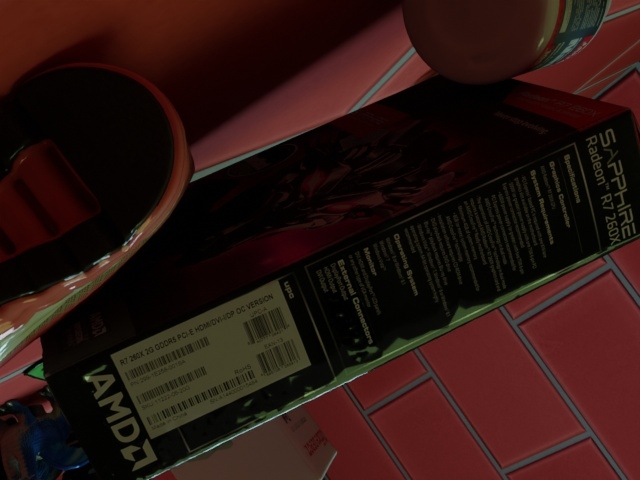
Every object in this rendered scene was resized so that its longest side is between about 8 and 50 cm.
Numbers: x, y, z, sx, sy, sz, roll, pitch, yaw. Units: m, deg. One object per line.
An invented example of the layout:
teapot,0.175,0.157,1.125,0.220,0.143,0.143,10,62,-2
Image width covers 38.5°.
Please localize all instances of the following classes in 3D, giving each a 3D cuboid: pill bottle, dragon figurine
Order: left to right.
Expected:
dragon figurine,-0.349,0.269,1.190,0.085,0.144,0.289,-37,173,17
pill bottle,0.145,-0.175,0.657,0.108,0.108,0.180,-40,171,37

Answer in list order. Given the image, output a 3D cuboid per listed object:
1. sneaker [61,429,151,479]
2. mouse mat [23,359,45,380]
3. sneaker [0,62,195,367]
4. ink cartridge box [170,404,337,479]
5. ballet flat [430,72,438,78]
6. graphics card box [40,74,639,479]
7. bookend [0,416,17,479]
sneaker,-0.286,0.326,1.312,0.106,0.162,0.281,-24,-141,20
mouse mat,-0.280,0.128,1.131,0.153,0.007,0.189,-34,172,-10
sneaker,-0.189,0.036,0.494,0.314,0.116,0.136,-35,175,3
ink cartridge box,-0.112,0.154,0.948,0.117,0.278,0.201,-37,172,1
ballet flat,0.106,-0.136,0.986,0.206,0.073,0.067,-39,145,11
graphics card box,0.000,0.000,0.615,0.371,0.094,0.233,-25,-157,-9
bookend,-0.437,0.351,1.282,0.072,0.157,0.156,-28,170,-41
